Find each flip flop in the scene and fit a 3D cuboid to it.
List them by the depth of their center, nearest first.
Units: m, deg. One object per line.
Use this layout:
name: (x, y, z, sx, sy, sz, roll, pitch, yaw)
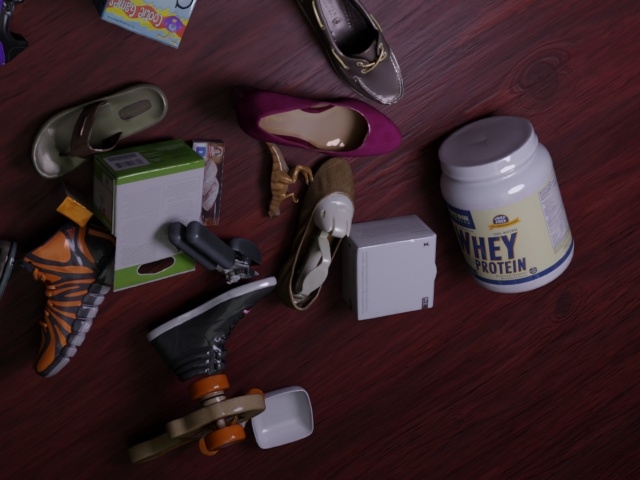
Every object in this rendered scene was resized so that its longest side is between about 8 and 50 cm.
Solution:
flip flop: (-0.408, -0.202, 1.687, 0.277, 0.080, 0.112, -26, 120, -6)

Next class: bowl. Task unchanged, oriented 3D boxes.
bowl: (-0.094, 0.398, 2.105, 0.142, 0.053, 0.142, -15, 119, -13)

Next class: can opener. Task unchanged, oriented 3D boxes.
can opener: (-0.207, 0.018, 1.817, 0.074, 0.093, 0.280, -6, 160, 22)

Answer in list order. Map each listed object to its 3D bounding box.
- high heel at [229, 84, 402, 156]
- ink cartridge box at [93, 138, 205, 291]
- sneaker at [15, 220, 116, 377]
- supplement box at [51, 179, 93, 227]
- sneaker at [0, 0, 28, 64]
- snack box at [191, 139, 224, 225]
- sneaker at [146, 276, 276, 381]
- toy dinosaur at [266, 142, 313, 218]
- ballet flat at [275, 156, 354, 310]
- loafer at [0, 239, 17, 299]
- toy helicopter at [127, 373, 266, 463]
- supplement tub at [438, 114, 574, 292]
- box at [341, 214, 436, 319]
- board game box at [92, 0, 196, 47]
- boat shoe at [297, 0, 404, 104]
high heel: (0.011, -0.208, 1.773, 0.377, 0.181, 0.127, 7, 112, -22)
ink cartridge box: (-0.332, -0.048, 1.751, 0.189, 0.097, 0.255, -16, 130, -35)
sneaker: (-0.524, 0.101, 1.784, 0.180, 0.124, 0.321, 27, 93, -24)
supplement box: (-0.467, -0.069, 1.720, 0.062, 0.098, 0.036, 37, 95, -29)
sneaker: (-0.573, -0.429, 1.516, 0.146, 0.102, 0.293, -23, 125, -13)
snack box: (-0.230, -0.114, 1.826, 0.064, 0.022, 0.178, -1, 115, -18)
sneaker: (-0.200, 0.190, 1.905, 0.296, 0.104, 0.146, -28, 85, 2)
toy dinosaur: (-0.077, -0.135, 1.847, 0.112, 0.064, 0.211, -9, 117, -14)
ballet flat: (0.000, 0.000, 1.904, 0.116, 0.124, 0.342, 16, 108, -26)
loafer: (-0.657, 0.113, 1.748, 0.084, 0.096, 0.267, 19, 109, -20)
toy helicopter: (-0.266, 0.405, 1.978, 0.355, 0.140, 0.235, -28, 163, 26)
supplement tub: (0.391, -0.076, 1.941, 0.235, 0.235, 0.324, -27, 120, -5)
box: (0.145, 0.056, 1.985, 0.182, 0.119, 0.180, -9, 117, -16)
board game box: (-0.267, -0.494, 1.559, 0.142, 0.144, 0.275, 18, 108, -26)
boat shoe: (0.069, -0.379, 1.760, 0.117, 0.096, 0.324, -38, 121, 1)
